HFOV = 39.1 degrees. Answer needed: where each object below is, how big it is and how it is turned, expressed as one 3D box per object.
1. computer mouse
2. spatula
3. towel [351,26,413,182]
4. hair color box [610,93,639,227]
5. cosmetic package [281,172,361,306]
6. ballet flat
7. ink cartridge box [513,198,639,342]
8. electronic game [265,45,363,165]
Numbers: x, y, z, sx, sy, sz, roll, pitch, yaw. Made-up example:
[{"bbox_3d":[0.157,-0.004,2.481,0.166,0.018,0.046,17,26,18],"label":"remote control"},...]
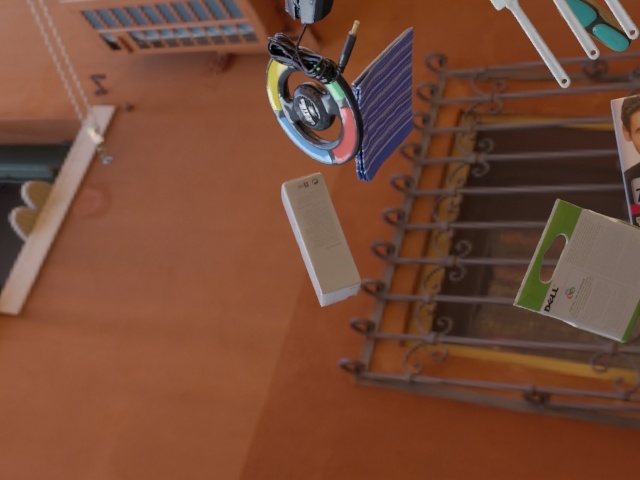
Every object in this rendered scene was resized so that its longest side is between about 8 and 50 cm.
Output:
[{"bbox_3d":[0.000,-0.360,1.308,0.060,0.184,0.262,3,-61,-42],"label":"computer mouse"},{"bbox_3d":[0.354,-0.360,1.330,0.242,0.168,0.019,51,-162,-12],"label":"spatula"},{"bbox_3d":[0.163,-0.323,2.205,0.243,0.040,0.336,-49,-27,-27],"label":"towel"},{"bbox_3d":[0.711,-0.140,1.830,0.113,0.185,0.374,59,-152,-45],"label":"hair color box"},{"bbox_3d":[0.000,0.000,1.722,0.117,0.085,0.231,93,158,-74],"label":"cosmetic package"},{"bbox_3d":[0.671,-0.548,2.219,0.232,0.080,0.073,31,-129,-21],"label":"ballet flat"},{"bbox_3d":[0.424,0.040,1.483,0.255,0.097,0.189,18,-83,-26],"label":"ink cartridge box"},{"bbox_3d":[-0.013,-0.234,1.578,0.048,0.229,0.229,-37,-51,-30],"label":"electronic game"}]
